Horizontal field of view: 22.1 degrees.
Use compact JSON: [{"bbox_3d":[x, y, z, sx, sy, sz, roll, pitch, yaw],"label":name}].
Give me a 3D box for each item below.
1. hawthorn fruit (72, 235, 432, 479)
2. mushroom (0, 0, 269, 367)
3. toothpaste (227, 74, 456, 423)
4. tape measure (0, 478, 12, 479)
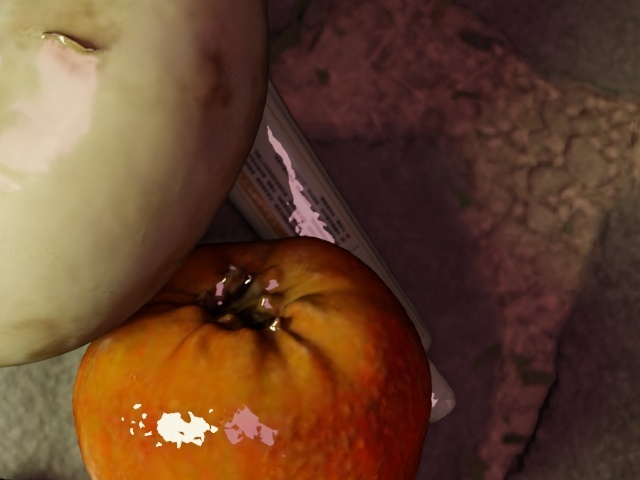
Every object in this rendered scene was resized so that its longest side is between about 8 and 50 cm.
[{"bbox_3d":[-0.028,0.112,0.908,0.196,0.196,0.225,-14,129,-4],"label":"hawthorn fruit"},{"bbox_3d":[-0.180,-0.098,0.823,0.290,0.297,0.297,30,88,-30],"label":"mushroom"},{"bbox_3d":[0.000,0.000,0.976,0.067,0.037,0.255,-36,90,2],"label":"toothpaste"},{"bbox_3d":[-0.201,0.209,0.942,0.125,0.081,0.146,-14,92,-1],"label":"tape measure"}]
